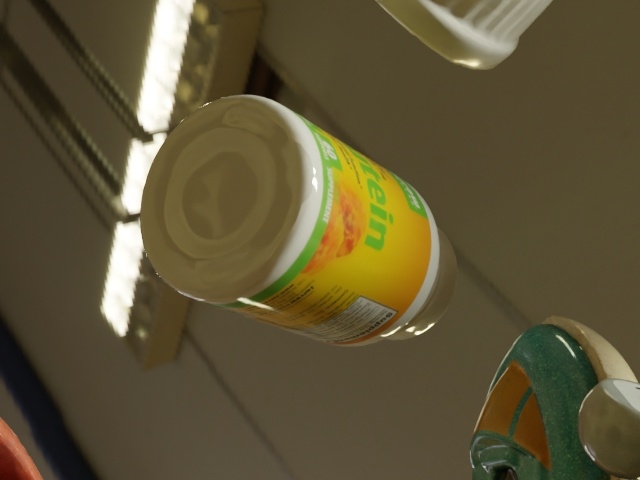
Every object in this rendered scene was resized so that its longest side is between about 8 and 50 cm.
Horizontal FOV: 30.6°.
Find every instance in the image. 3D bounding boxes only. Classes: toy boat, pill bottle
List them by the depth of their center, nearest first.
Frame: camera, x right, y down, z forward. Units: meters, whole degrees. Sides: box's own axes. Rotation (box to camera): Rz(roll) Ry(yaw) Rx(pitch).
[{"bbox_3d":[0.000,0.000,0.829,0.136,0.245,0.136,-10,-109,30],"label":"pill bottle"},{"bbox_3d":[0.193,0.166,0.868,0.318,0.148,0.267,135,-39,-61],"label":"toy boat"}]

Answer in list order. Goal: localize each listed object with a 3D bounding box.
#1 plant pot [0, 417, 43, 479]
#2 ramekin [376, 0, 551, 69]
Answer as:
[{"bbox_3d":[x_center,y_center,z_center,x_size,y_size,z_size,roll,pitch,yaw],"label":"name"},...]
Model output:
[{"bbox_3d":[-0.233,0.229,0.451,0.272,0.265,0.272,163,-90,-88],"label":"plant pot"},{"bbox_3d":[0.086,-0.267,0.836,0.127,0.273,0.273,-38,-110,27],"label":"ramekin"}]
